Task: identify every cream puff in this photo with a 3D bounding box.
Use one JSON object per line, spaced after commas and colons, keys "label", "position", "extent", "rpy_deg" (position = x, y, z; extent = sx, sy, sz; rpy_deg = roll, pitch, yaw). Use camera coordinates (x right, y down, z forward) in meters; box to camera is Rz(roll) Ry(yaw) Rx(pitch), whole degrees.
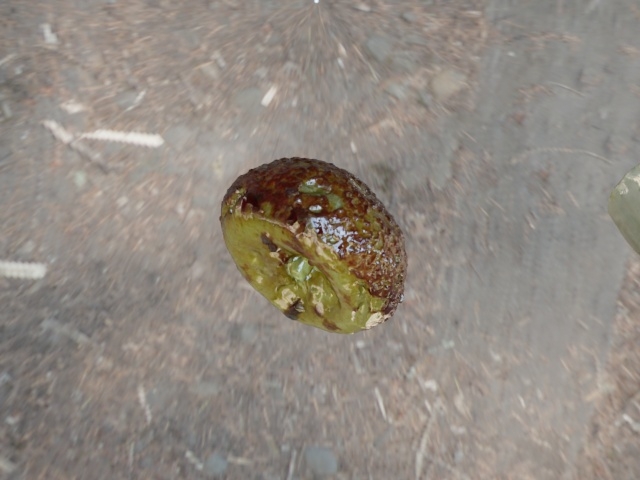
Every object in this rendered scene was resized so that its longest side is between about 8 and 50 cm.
{"label": "cream puff", "position": [0.000, 0.000, 1.027], "extent": [0.149, 0.149, 0.084], "rpy_deg": [43, 61, -7]}

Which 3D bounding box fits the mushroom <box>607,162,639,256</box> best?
{"label": "mushroom", "position": [0.290, 0.016, 0.895], "extent": [0.225, 0.116, 0.093], "rpy_deg": [41, 54, 6]}
